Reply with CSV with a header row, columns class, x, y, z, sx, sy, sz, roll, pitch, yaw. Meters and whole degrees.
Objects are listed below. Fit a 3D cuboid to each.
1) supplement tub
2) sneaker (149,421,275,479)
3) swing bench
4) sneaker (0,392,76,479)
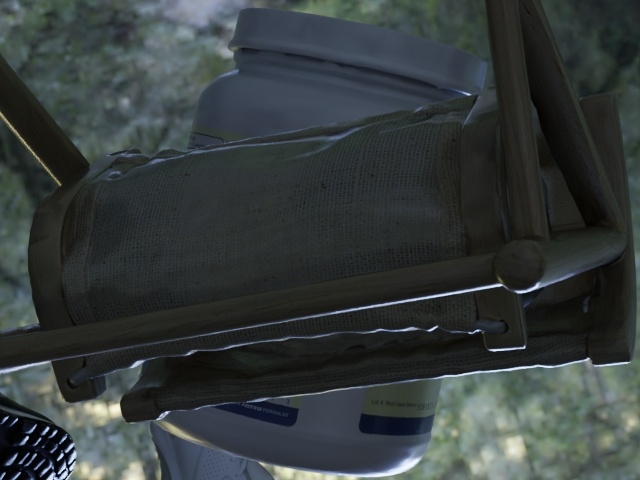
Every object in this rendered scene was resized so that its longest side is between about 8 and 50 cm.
class,x,y,z,sx,sy,sz,roll,pitch,yaw
supplement tub,0.000,0.000,1.156,0.235,0.324,0.235,12,-178,0
sneaker,-0.097,0.202,1.393,0.115,0.232,0.090,1,-174,13
swing bench,-0.002,-0.008,0.673,0.253,0.165,0.255,-10,162,19
sneaker,-0.320,0.152,1.335,0.107,0.124,0.283,-40,148,-5
